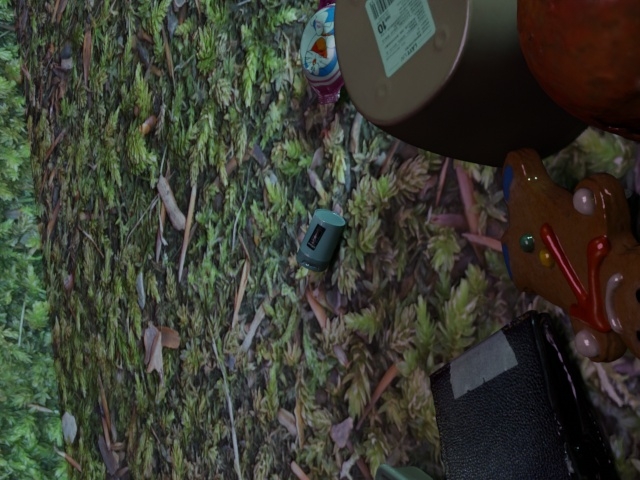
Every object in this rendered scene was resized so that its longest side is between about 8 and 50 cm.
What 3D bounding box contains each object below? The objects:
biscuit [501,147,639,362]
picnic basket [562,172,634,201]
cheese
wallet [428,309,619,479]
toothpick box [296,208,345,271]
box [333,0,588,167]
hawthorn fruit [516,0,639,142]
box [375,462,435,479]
[{"bbox_3d":[0.265,0.024,0.926,0.324,0.049,0.205,-131,30,-56],"label":"biscuit"},{"bbox_3d":[0.297,-0.034,0.981,0.083,0.065,0.083,56,139,12],"label":"picnic basket"},{"bbox_3d":[0.017,-0.328,1.389,0.155,0.062,0.244,5,91,56],"label":"cheese"},{"bbox_3d":[0.226,0.240,1.066,0.221,0.072,0.262,-47,48,49],"label":"wallet"},{"bbox_3d":[0.000,0.000,1.399,0.052,0.052,0.083,48,125,45],"label":"toothpick box"},{"bbox_3d":[0.164,-0.242,1.048,0.301,0.216,0.300,-10,78,54],"label":"box"},{"bbox_3d":[0.301,-0.238,0.837,0.307,0.276,0.276,-105,34,-56],"label":"hawthorn fruit"},{"bbox_3d":[0.124,0.350,1.195,0.122,0.062,0.089,27,110,51],"label":"box"}]
